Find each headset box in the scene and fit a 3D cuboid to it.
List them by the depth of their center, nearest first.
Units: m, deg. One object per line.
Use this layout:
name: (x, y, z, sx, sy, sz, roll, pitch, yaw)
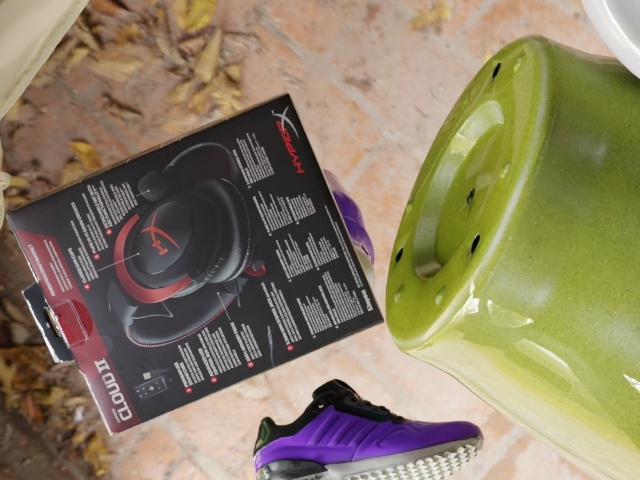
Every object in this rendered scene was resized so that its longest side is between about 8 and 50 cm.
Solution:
headset box: (-0.120, 0.022, 0.954, 0.293, 0.110, 0.218, -24, 99, 1)

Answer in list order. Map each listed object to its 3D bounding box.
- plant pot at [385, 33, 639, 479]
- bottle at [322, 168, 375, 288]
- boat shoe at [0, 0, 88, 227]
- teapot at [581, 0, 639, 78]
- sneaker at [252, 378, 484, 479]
plant pot: (0.249, 0.026, 0.771, 0.353, 0.366, 0.367, 22, 95, -10)
bottle: (0.000, 0.000, 1.164, 0.092, 0.283, 0.118, 1, 106, -9)
boat shoe: (-0.155, -0.016, 0.385, 0.096, 0.098, 0.277, 32, 69, 8)
teapot: (0.269, -0.198, 0.640, 0.252, 0.187, 0.256, -30, 96, 26)
sneaker: (0.051, 0.237, 1.335, 0.293, 0.102, 0.146, -13, 62, 5)
